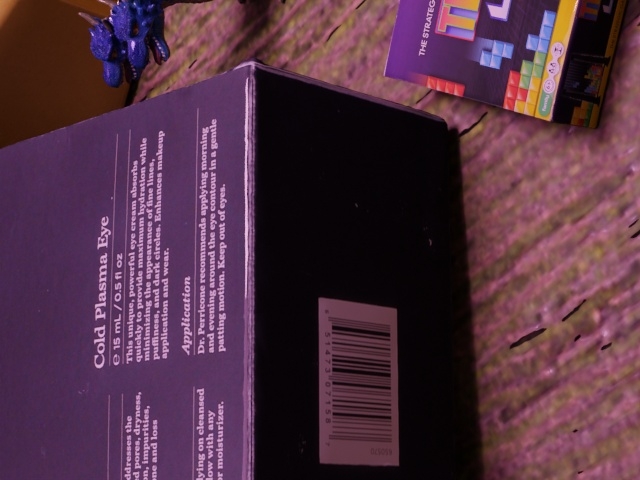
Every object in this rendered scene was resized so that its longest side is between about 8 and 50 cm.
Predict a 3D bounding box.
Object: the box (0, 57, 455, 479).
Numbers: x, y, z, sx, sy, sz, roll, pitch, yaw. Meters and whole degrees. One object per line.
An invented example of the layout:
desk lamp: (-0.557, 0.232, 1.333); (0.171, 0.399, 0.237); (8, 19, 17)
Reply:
box: (-0.085, 0.096, 0.926); (0.312, 0.179, 0.343); (-10, 76, 43)

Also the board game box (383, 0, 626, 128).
board game box: (0.117, -0.165, 0.854); (0.141, 0.048, 0.170); (21, 103, 44)

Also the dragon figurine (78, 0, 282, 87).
dragon figurine: (-0.090, -0.247, 1.008); (0.085, 0.144, 0.289); (10, 95, 46)

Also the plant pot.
plant pot: (-0.272, -0.152, 1.158); (0.187, 0.212, 0.212); (-53, 57, 17)
